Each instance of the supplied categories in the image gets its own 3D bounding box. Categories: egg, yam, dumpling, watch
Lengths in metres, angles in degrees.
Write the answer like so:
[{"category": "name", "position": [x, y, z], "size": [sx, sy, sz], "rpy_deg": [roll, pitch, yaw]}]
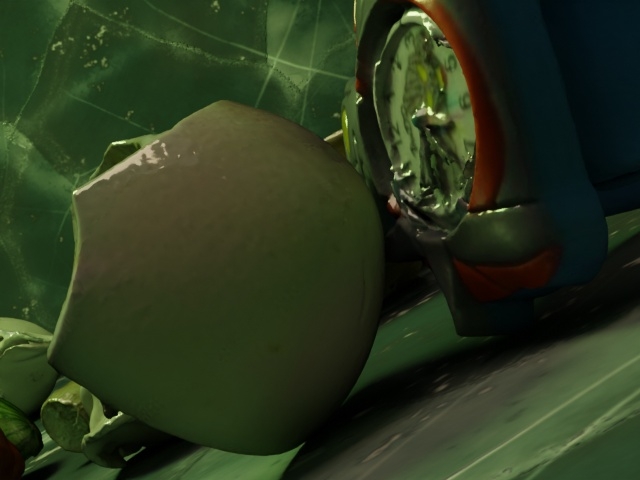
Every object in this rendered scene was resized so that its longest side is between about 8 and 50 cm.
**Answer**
[{"category": "egg", "position": [-0.043, 0.001, 0.893], "size": [0.162, 0.206, 0.271], "rpy_deg": [-54, 8, 20]}, {"category": "yam", "position": [-0.134, 0.108, 1.477], "size": [0.083, 0.083, 0.371], "rpy_deg": [-26, 3, 41]}, {"category": "dumpling", "position": [-0.146, 0.122, 1.183], "size": [0.127, 0.108, 0.188], "rpy_deg": [-49, -4, -9]}, {"category": "dumpling", "position": [-0.492, 0.213, 2.214], "size": [0.341, 0.181, 0.260], "rpy_deg": [-52, -22, 18]}, {"category": "watch", "position": [0.161, -0.076, 0.920], "size": [0.274, 0.241, 0.305], "rpy_deg": [-12, -5, -17]}]

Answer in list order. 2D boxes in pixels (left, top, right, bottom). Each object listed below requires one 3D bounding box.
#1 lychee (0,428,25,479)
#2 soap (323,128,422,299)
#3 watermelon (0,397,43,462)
[{"category": "lychee", "position": [-0.342, 0.161, 0.933], "size": [0.300, 0.255, 0.255], "rpy_deg": [10, 2, -3]}, {"category": "soap", "position": [-0.055, 0.028, 1.307], "size": [0.274, 0.089, 0.173], "rpy_deg": [-28, -39, -1]}, {"category": "watermelon", "position": [-0.388, 0.224, 1.441], "size": [0.232, 0.127, 0.204], "rpy_deg": [-33, 6, 13]}]
